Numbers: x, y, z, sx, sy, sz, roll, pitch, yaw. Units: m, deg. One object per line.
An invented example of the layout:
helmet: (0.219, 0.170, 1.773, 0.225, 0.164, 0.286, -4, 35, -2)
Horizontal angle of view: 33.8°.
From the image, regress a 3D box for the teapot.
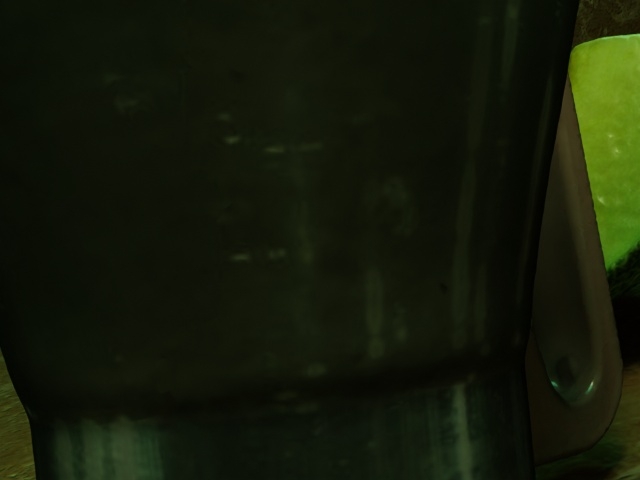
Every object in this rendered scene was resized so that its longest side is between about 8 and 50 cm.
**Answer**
teapot: (0.000, 0.000, 0.482, 0.376, 0.361, 0.306, -5, -1, -40)

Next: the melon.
melon: (0.158, -0.032, 0.824, 0.344, 0.226, 0.331, -3, 20, 42)
